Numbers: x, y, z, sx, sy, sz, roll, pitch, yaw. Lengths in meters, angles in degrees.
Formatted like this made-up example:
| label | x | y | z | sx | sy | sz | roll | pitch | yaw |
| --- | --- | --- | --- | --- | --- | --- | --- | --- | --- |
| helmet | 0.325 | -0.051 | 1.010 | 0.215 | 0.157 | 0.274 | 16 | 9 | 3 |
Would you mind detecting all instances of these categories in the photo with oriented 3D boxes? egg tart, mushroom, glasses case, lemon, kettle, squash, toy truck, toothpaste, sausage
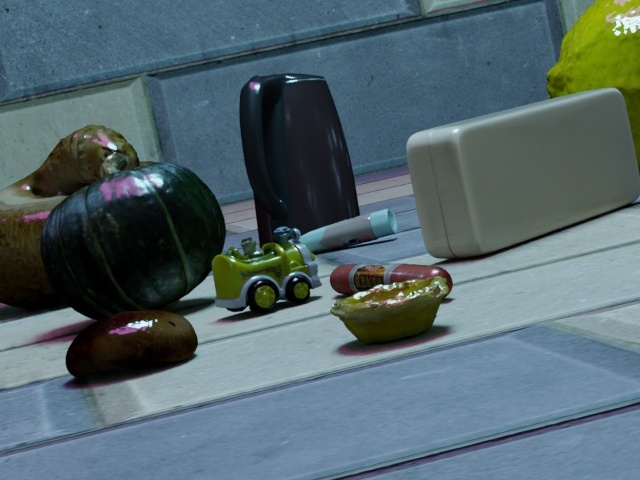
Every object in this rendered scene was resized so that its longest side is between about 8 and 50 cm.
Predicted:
| label | x | y | z | sx | sy | sz | roll | pitch | yaw |
| --- | --- | --- | --- | --- | --- | --- | --- | --- | --- |
| egg tart | 0.056 | 0.056 | 1.340 | 0.105 | 0.039 | 0.105 | -12 | 5 | 1 |
| mushroom | -0.166 | 0.087 | 1.480 | 0.123 | 0.052 | 0.123 | -9 | 2 | 0 |
| glasses case | 0.232 | -0.079 | 1.888 | 0.076 | 0.144 | 0.336 | -8 | 5 | 43 |
| lemon | 0.450 | -0.205 | 2.188 | 0.322 | 0.268 | 0.268 | -10 | 5 | -3 |
| mushroom | -0.346 | -0.016 | 2.332 | 0.345 | 0.239 | 0.345 | 2 | -12 | 0 |
| kettle | -0.044 | -0.110 | 2.304 | 0.144 | 0.232 | 0.202 | -10 | -2 | 36 |
| squash | -0.209 | 0.000 | 1.889 | 0.218 | 0.172 | 0.218 | -42 | 10 | 9 |
| toy truck | -0.053 | 0.029 | 1.709 | 0.111 | 0.077 | 0.076 | -14 | 6 | -29 |
| toothpaste | 0.000 | 0.000 | 2.209 | 0.205 | 0.036 | 0.056 | -15 | -4 | 22 |
| sausage | 0.063 | 0.038 | 1.593 | 0.034 | 0.034 | 0.253 | -14 | 4 | -22 |
